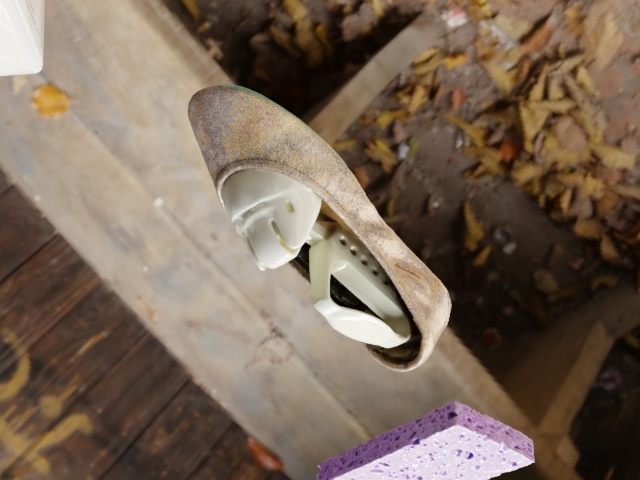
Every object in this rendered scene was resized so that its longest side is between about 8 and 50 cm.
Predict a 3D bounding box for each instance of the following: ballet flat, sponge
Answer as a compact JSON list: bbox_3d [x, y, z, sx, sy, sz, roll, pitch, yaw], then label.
[{"bbox_3d":[0.000,0.000,0.963,0.316,0.106,0.108,42,134,-22],"label":"ballet flat"},{"bbox_3d":[0.107,0.234,1.202,0.117,0.031,0.210,29,137,-31],"label":"sponge"}]

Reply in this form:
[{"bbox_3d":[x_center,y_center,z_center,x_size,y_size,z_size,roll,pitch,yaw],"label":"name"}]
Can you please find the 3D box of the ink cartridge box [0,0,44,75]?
[{"bbox_3d":[-0.419,-0.351,1.096,0.279,0.384,0.160,-6,154,-1],"label":"ink cartridge box"}]
